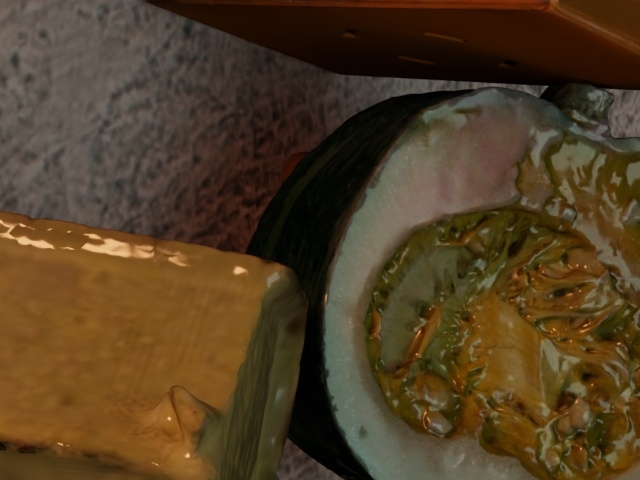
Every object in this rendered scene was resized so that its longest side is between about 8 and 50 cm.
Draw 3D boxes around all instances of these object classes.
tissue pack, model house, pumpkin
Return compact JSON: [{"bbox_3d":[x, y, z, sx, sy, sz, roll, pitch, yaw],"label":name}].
[{"bbox_3d":[0.071,-0.174,1.095,0.194,0.275,0.145,11,86,-52],"label":"tissue pack"},{"bbox_3d":[-0.140,0.137,0.959,0.266,0.261,0.321,-68,165,-58],"label":"model house"},{"bbox_3d":[0.083,0.039,1.163,0.293,0.197,0.263,22,80,-31],"label":"pumpkin"}]

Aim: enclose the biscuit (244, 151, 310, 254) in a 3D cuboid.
[{"bbox_3d":[0.001,0.000,1.237,0.140,0.023,0.118,-34,122,-42],"label":"biscuit"}]
